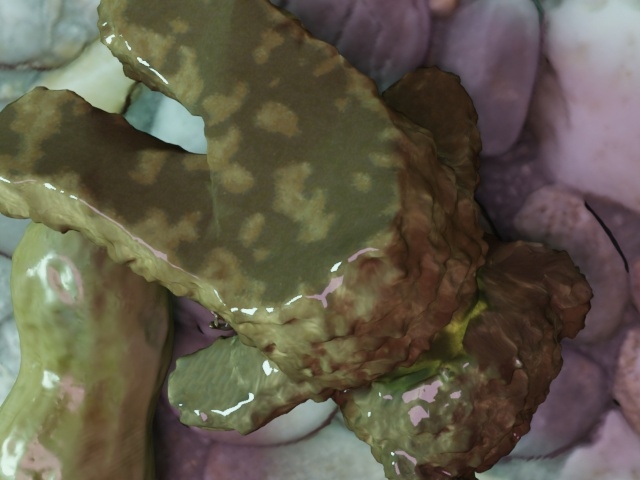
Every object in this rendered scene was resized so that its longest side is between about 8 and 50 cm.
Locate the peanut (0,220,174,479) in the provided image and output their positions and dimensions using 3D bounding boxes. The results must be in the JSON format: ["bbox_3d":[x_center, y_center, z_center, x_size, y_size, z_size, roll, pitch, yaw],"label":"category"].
[{"bbox_3d":[-0.142,0.091,0.865,0.101,0.117,0.263,13,104,8],"label":"peanut"}]

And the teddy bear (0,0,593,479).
[{"bbox_3d":[-0.008,-0.004,0.795,0.296,0.222,0.246,30,74,22],"label":"teddy bear"}]
